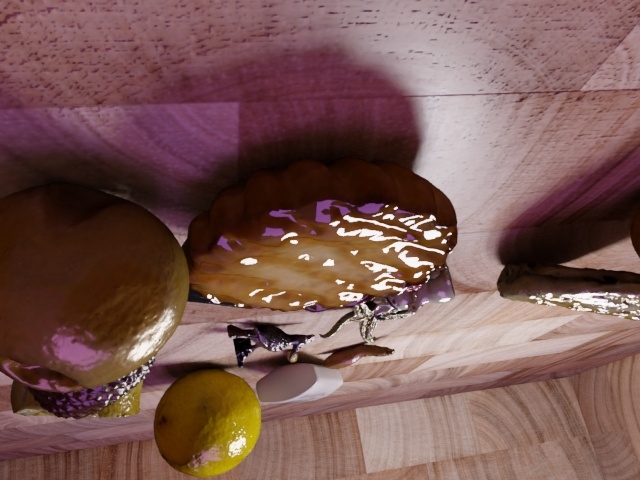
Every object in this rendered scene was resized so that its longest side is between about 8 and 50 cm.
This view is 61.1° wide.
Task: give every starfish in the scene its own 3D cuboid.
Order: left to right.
[{"bbox_3d":[0.100,0.149,1.098,0.224,0.050,0.217,-24,149,4],"label":"starfish"}]

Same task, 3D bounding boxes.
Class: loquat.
[{"bbox_3d":[-0.237,0.039,0.532,0.213,0.213,0.213,-8,157,-4],"label":"loquat"}]

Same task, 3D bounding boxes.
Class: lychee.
[{"bbox_3d":[-0.333,0.152,0.778,0.195,0.194,0.194,-8,157,-4],"label":"lychee"}]

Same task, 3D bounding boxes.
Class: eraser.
[{"bbox_3d":[-0.052,0.407,1.544,0.174,0.094,0.270,-23,158,10],"label":"eraser"}]

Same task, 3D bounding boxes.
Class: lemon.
[{"bbox_3d":[-0.288,0.466,1.401,0.293,0.293,0.293,-8,157,-4],"label":"lemon"}]

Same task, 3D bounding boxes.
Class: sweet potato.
[{"bbox_3d":[0.105,0.308,1.461,0.214,0.050,0.050,-19,155,24],"label":"sweet potato"}]

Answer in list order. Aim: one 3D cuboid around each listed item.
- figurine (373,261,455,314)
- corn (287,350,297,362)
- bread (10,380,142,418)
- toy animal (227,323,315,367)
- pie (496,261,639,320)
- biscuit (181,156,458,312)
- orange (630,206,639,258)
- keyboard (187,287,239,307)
[{"bbox_3d":[0.152,0.073,0.941,0.146,0.081,0.098,-12,114,16],"label":"figurine"},{"bbox_3d":[-0.074,0.304,1.413,0.028,0.027,0.083,-4,158,-3],"label":"corn"},{"bbox_3d":[-0.487,0.287,1.073,0.257,0.124,0.186,-2,165,3],"label":"bread"},{"bbox_3d":[-0.106,0.211,1.140,0.203,0.070,0.105,5,134,-22],"label":"toy animal"},{"bbox_3d":[0.460,0.085,0.909,0.339,0.077,0.339,7,179,0],"label":"pie"},{"bbox_3d":[0.000,0.000,0.648,0.326,0.107,0.325,-6,154,-3],"label":"biscuit"},{"bbox_3d":[0.520,-0.020,0.765,0.134,0.154,0.155,46,134,-11],"label":"orange"},{"bbox_3d":[-0.182,0.078,0.851,0.230,0.025,0.094,13,150,-42],"label":"keyboard"}]
